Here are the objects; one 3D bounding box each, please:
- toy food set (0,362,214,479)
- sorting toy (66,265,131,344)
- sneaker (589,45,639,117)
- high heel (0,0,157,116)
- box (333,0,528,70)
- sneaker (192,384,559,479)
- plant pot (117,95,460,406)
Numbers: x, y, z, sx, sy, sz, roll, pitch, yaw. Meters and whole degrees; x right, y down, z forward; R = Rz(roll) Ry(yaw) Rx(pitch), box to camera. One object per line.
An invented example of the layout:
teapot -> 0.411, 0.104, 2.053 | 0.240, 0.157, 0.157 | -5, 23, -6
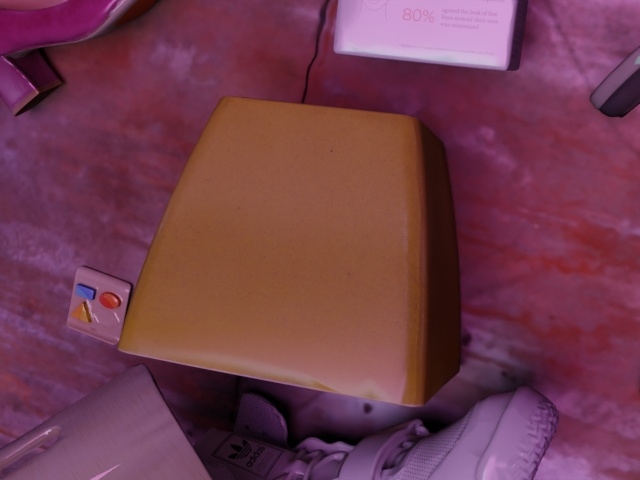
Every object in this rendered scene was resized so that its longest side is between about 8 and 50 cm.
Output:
toy food set -> -0.142, 0.275, 0.658 | 0.220, 0.092, 0.306 | -32, 99, -11
sorting toy -> -0.195, 0.065, 0.849 | 0.083, 0.012, 0.062 | 19, 104, 13
sneaker -> 0.306, -0.123, 0.629 | 0.222, 0.083, 0.118 | -33, 89, 18
high heel -> -0.219, -0.215, 0.775 | 0.244, 0.082, 0.117 | -32, 99, 32
box -> 0.090, -0.216, 0.675 | 0.130, 0.091, 0.170 | 10, 102, 15
sneaker -> 0.006, 0.194, 0.719 | 0.210, 0.137, 0.366 | 41, 124, 7
plant pot -> 0.000, 0.000, 0.689 | 0.212, 0.212, 0.187 | 8, 90, 15
